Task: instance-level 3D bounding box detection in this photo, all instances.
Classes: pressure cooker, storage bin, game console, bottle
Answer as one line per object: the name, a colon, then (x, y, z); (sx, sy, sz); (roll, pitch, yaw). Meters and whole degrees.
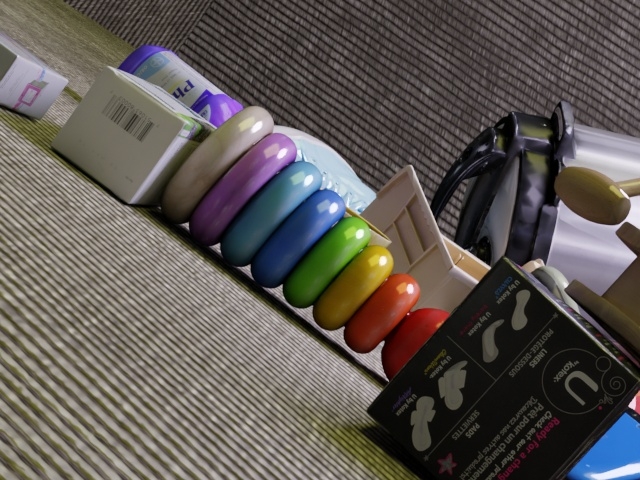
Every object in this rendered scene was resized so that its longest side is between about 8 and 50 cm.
pressure cooker: (0.366, -0.002, 2.571); (0.420, 0.370, 0.375); (11, -8, -9)
storage bin: (0.193, 0.062, 2.237); (0.262, 0.123, 0.260); (33, 22, -29)
game console: (0.282, 0.251, 1.962); (0.250, 0.173, 0.293); (-5, 29, -34)
bottle: (-0.147, -0.129, 2.064); (0.283, 0.118, 0.092); (40, 3, 36)

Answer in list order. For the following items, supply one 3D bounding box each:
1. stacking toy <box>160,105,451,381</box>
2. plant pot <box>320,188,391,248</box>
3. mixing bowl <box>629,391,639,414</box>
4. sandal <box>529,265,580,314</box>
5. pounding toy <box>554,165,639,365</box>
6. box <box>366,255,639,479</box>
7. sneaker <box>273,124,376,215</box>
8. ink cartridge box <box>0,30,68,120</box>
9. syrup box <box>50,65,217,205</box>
stacking toy: (0.008, 0.030, 1.611); (0.330, 0.141, 0.141); (44, 4, 4)
plant pot: (0.000, 0.000, 1.962); (0.134, 0.095, 0.134); (36, 5, -3)
mixing bowl: (0.436, 0.249, 2.513); (0.181, 0.098, 0.181); (25, -6, 3)
sandal: (0.330, 0.155, 2.085); (0.120, 0.086, 0.303); (34, -32, 53)
pounding toy: (0.301, 0.039, 1.346); (0.269, 0.155, 0.154); (40, 2, -40)
box: (0.156, 0.124, 1.351); (0.142, 0.163, 0.247); (42, 5, 12)
sneaker: (0.032, -0.042, 2.475); (0.366, 0.135, 0.150); (32, 2, -36)
ink cartridge box: (-0.302, -0.164, 1.593); (0.088, 0.052, 0.122); (37, 3, 14)
syrup box: (-0.168, -0.095, 1.636); (0.093, 0.096, 0.237); (36, 5, 5)
